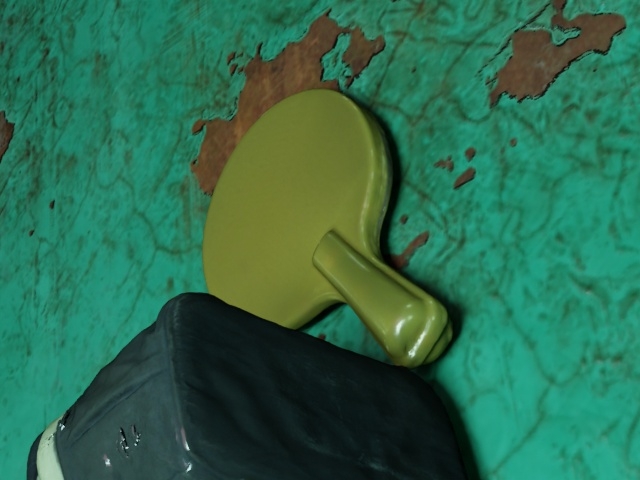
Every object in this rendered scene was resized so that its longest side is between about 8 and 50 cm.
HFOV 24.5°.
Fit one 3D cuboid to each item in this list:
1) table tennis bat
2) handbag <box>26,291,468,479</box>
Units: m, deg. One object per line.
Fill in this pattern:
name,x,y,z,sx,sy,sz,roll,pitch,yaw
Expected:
table tennis bat,0.000,0.000,1.106,0.198,0.050,0.321,-57,38,9
handbag,-0.048,0.151,0.922,0.181,0.254,0.181,-44,42,30
